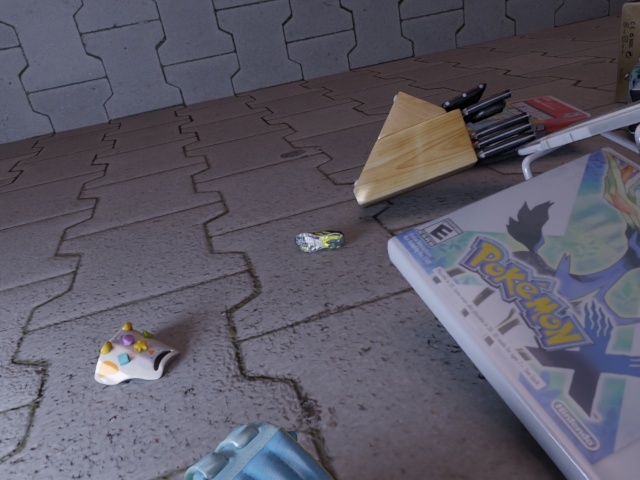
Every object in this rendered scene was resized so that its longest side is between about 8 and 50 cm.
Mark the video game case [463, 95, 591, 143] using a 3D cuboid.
[{"bbox_3d":[0.380,-0.254,1.137,0.285,0.025,0.204,-9,25,4],"label":"video game case"}]

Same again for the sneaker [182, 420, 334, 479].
[{"bbox_3d":[-0.120,0.205,0.363,0.319,0.127,0.208,9,32,17],"label":"sneaker"}]

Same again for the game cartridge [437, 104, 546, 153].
[{"bbox_3d":[0.329,-0.258,1.261,0.230,0.068,0.355,-10,24,-10],"label":"game cartridge"}]

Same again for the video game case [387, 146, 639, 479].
[{"bbox_3d":[0.272,0.048,0.503,0.300,0.036,0.329,-23,44,-12],"label":"video game case"}]

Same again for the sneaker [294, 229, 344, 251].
[{"bbox_3d":[0.000,0.000,0.871,0.083,0.031,0.035,0,13,12],"label":"sneaker"}]

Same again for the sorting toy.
[{"bbox_3d":[-0.214,0.138,0.649,0.075,0.044,0.083,16,30,9],"label":"sorting toy"}]

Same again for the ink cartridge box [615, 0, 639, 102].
[{"bbox_3d":[0.824,-0.475,1.324,0.193,0.234,0.088,-24,28,-26],"label":"ink cartridge box"}]

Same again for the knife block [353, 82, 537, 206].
[{"bbox_3d":[0.217,-0.143,0.931,0.242,0.275,0.088,25,2,10],"label":"knife block"}]

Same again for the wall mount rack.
[{"bbox_3d":[0.492,-0.150,0.815,0.304,0.130,0.350,-25,5,-21],"label":"wall mount rack"}]

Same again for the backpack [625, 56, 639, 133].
[{"bbox_3d":[0.736,-0.310,1.078,0.225,0.191,0.253,4,23,30],"label":"backpack"}]
